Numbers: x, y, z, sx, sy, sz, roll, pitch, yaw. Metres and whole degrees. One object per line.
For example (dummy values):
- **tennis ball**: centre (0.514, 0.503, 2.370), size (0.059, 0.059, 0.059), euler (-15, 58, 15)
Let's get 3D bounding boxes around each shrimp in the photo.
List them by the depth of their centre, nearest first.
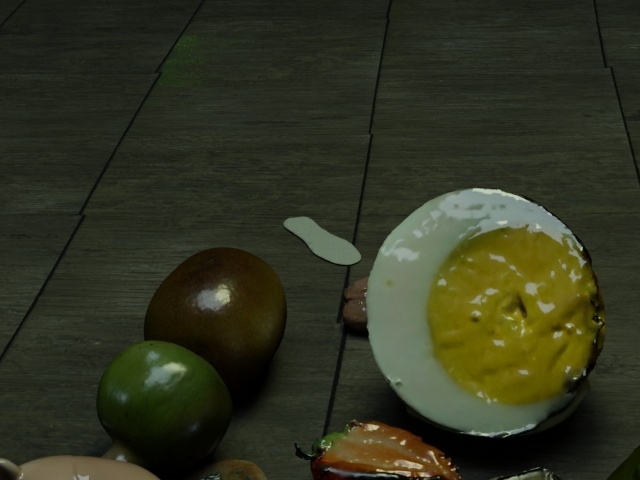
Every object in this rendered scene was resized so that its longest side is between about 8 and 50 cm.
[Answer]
- **shrimp**: centre (-0.118, 0.332, 1.453), size (0.152, 0.046, 0.219), euler (-16, 28, -21)

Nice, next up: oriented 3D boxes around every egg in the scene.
- **egg**: centre (0.223, 0.115, 1.625), size (0.337, 0.201, 0.337), euler (-3, 71, 9)

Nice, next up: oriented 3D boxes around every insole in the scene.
- **insole**: centre (0.000, 0.000, 2.054), size (0.065, 0.004, 0.197), euler (-22, 35, -28)

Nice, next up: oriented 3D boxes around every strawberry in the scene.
- **strawberry**: centre (0.066, 0.285, 1.477), size (0.192, 0.085, 0.140), euler (-1, 22, -7)

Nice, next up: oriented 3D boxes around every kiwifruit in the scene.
- **kiwifruit**: centre (-0.143, 0.108, 1.706), size (0.196, 0.196, 0.234), euler (6, 25, 16)

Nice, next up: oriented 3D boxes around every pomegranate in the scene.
- **pomegranate**: centre (-0.213, 0.222, 1.528), size (0.179, 0.179, 0.210), euler (15, 36, 29)

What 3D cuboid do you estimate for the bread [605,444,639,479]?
- **bread**: centre (0.442, 0.339, 1.165), size (0.366, 0.129, 0.382), euler (-1, 48, -44)

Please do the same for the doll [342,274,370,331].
- **doll**: centre (0.177, 0.054, 1.803), size (0.303, 0.156, 0.201), euler (-7, 36, 3)

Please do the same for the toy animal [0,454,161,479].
- **toy animal**: centre (-0.257, 0.323, 1.373), size (0.250, 0.166, 0.154), euler (16, 55, 14)

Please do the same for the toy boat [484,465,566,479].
- **toy boat**: centre (0.196, 0.323, 1.400), size (0.226, 0.088, 0.068), euler (-13, -10, -13)
